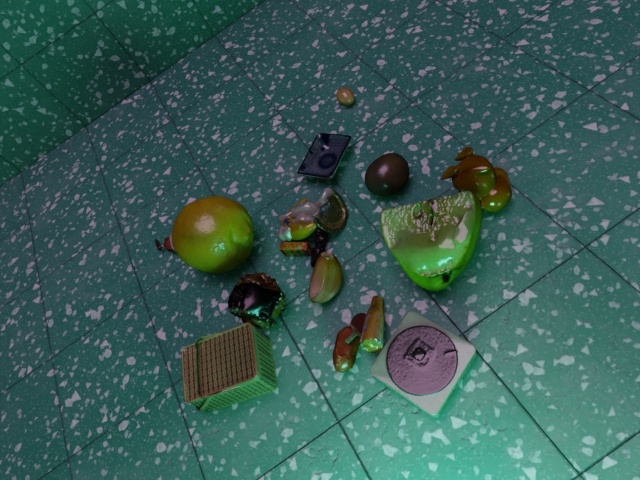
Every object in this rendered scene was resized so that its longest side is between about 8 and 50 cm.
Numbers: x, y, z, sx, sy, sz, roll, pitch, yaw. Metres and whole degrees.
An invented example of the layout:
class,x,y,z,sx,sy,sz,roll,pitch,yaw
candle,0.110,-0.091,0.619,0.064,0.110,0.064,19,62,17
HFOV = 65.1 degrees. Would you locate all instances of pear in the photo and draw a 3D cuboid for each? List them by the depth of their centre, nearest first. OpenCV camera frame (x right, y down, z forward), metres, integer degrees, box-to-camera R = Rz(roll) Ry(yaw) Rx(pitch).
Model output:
class,x,y,z,sx,sy,sz,roll,pitch,yaw
pear,0.399,0.018,1.735,0.342,0.238,0.318,-10,70,29

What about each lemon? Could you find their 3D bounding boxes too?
class,x,y,z,sx,sy,sz,roll,pitch,yaw
lemon,-0.444,-0.024,2.071,0.347,0.348,0.348,-11,56,17

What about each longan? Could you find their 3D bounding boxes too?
class,x,y,z,sx,sy,sz,roll,pitch,yaw
longan,0.266,-0.260,2.008,0.189,0.189,0.189,-11,56,17

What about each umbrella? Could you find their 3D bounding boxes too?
class,x,y,z,sx,sy,sz,roll,pitch,yaw
umbrella,0.000,0.000,2.027,0.066,0.059,0.236,-44,30,52

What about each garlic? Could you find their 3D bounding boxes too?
class,x,y,z,sx,sy,sz,roll,pitch,yaw
garlic,0.019,0.158,1.888,0.115,0.128,0.207,21,71,-12

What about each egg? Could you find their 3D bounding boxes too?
class,x,y,z,sx,sy,sz,roll,pitch,yaw
egg,0.121,-0.682,2.392,0.080,0.080,0.096,-31,61,3

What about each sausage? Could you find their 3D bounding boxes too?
class,x,y,z,sx,sy,sz,roll,pitch,yaw
sausage,0.090,0.370,1.735,0.089,0.089,0.179,-3,49,22

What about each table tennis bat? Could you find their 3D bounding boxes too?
class,x,y,z,sx,sy,sz,roll,pitch,yaw
table tennis bat,0.134,0.309,1.741,0.087,0.013,0.156,45,44,9

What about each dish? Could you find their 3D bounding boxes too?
class,x,y,z,sx,sy,sz,roll,pitch,yaw
dish,0.028,-0.359,2.227,0.181,0.080,0.243,12,64,29

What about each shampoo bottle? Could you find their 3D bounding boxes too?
class,x,y,z,sx,sy,sz,roll,pitch,yaw
shampoo bottle,-0.641,-0.010,2.307,0.284,0.071,0.153,-17,56,13

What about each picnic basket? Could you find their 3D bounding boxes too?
class,x,y,z,sx,sy,sz,roll,pitch,yaw
picnic basket,-0.341,0.462,1.809,0.312,0.175,0.228,-21,54,11

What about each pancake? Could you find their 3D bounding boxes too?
class,x,y,z,sx,sy,sz,roll,pitch,yaw
pancake,0.043,-0.119,2.018,0.020,0.184,0.191,-21,67,50

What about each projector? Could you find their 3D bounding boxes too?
class,x,y,z,sx,sy,sz,roll,pitch,yaw
projector,0.330,0.394,1.614,0.259,0.079,0.257,28,74,35

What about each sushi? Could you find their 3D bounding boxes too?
class,x,y,z,sx,sy,sz,roll,pitch,yaw
sushi,-0.235,0.218,1.907,0.213,0.200,0.204,-7,54,48

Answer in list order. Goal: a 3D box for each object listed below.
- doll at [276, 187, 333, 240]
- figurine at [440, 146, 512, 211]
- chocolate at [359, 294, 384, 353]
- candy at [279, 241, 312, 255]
class,x,y,z,sx,sy,sz,roll,pitch,yaw
doll,-0.072,-0.101,2.074,0.252,0.111,0.237,-20,34,35
figurine,0.572,-0.208,1.809,0.215,0.228,0.215,-23,41,21
chocolate,0.186,0.282,1.738,0.085,0.086,0.219,-7,39,20
candy,-0.101,0.036,2.045,0.121,0.062,0.038,0,61,23
